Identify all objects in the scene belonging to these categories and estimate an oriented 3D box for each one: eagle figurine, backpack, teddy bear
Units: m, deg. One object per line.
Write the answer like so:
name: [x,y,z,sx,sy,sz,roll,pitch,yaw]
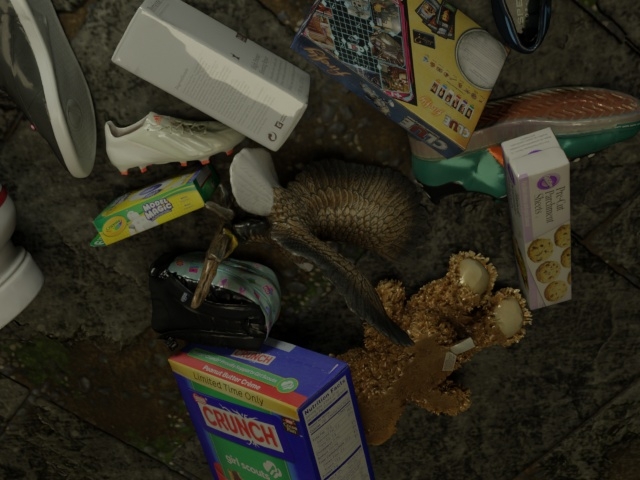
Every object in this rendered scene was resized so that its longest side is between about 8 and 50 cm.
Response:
eagle figurine: [0.001,0.001,1.129,0.298,0.225,0.226,10,98,8]
backpack: [-0.150,0.087,1.214,0.182,0.115,0.152,10,130,11]
teddy bear: [0.155,0.158,1.270,0.245,0.113,0.338,26,109,-20]

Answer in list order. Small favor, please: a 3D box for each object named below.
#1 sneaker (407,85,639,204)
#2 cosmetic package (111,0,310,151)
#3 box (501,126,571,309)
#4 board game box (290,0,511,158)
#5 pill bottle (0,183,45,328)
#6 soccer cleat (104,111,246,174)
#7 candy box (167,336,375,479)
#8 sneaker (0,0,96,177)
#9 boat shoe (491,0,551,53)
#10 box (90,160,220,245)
sneaker: [0.272,-0.121,1.105,0.302,0.108,0.121,-8,124,11]
cosmetic package: [-0.131,-0.217,1.050,0.231,0.117,0.085,29,115,-15]
box: [0.290,-0.016,1.103,0.067,0.063,0.324,-18,143,4]
board game box: [0.102,-0.234,1.016,0.243,0.165,0.042,33,159,-15]
pill bottle: [-0.552,-0.058,1.084,0.229,0.229,0.408,-24,115,14]
soccer cleat: [-0.199,-0.140,1.124,0.196,0.068,0.076,-9,116,10]
candy box: [-0.063,0.305,1.265,0.268,0.122,0.317,12,126,40]
sneaker: [-0.397,-0.210,1.073,0.146,0.104,0.296,-13,112,11]
boat shoe: [0.241,-0.348,0.980,0.109,0.089,0.258,-17,117,11]
box: [-0.234,-0.050,1.151,0.179,0.105,0.043,-23,108,14]
